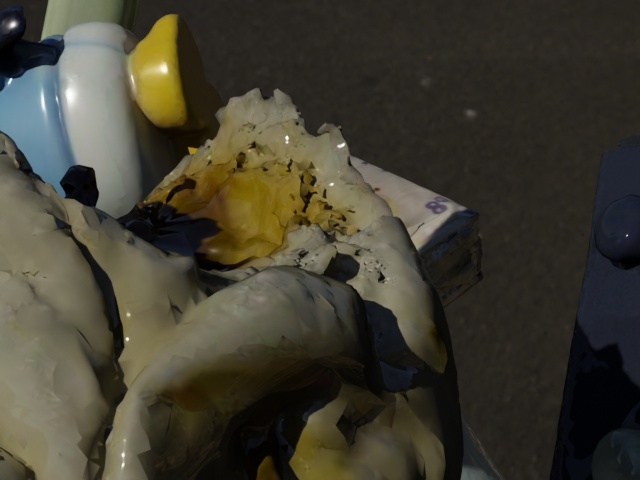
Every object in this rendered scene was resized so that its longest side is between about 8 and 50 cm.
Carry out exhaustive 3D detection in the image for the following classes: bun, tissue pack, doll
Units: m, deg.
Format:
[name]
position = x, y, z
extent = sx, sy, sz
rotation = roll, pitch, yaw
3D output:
[bun]
position = -0.068, 0.080, 0.441
extent = 0.282, 0.281, 0.205
rotation = -11, 19, -37
[tissue pack]
position = 0.000, 0.000, 1.684
extent = 0.242, 0.125, 0.344
rotation = -33, 44, -31
[doll]
position = -0.201, -0.032, 0.662
extent = 0.314, 0.177, 0.141
rotation = -11, 49, 9

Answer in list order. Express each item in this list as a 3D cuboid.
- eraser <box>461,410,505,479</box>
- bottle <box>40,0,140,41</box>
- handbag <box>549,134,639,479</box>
[eraser]
position = 0.011, 0.107, 1.006
extent = 0.290, 0.104, 0.189
rotation = 58, 29, 11
[bottle]
position = -0.175, -0.196, 1.090
extent = 0.072, 0.201, 0.072
rotation = 12, 0, 0
[handbag]
position = 0.239, 0.016, 0.602
extent = 0.118, 0.269, 0.326
rotation = 19, -22, -30
